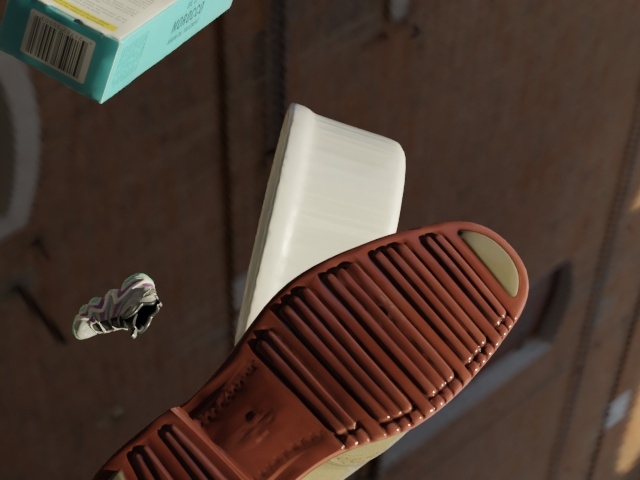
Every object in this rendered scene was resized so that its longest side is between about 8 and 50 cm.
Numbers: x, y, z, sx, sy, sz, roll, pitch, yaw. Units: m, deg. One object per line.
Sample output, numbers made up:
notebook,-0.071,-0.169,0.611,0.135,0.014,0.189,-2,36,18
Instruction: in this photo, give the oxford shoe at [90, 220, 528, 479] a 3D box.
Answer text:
oxford shoe,-0.014,0.110,1.068,0.123,0.348,0.130,53,-14,13

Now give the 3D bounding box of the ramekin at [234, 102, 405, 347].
ramekin,0.000,0.000,1.749,0.135,0.277,0.277,13,-31,-3

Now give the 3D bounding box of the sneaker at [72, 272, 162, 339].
sneaker,-0.206,0.082,1.641,0.038,0.098,0.069,49,5,-44

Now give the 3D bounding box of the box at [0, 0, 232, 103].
box,-0.155,-0.199,1.307,0.100,0.244,0.060,29,-57,8
